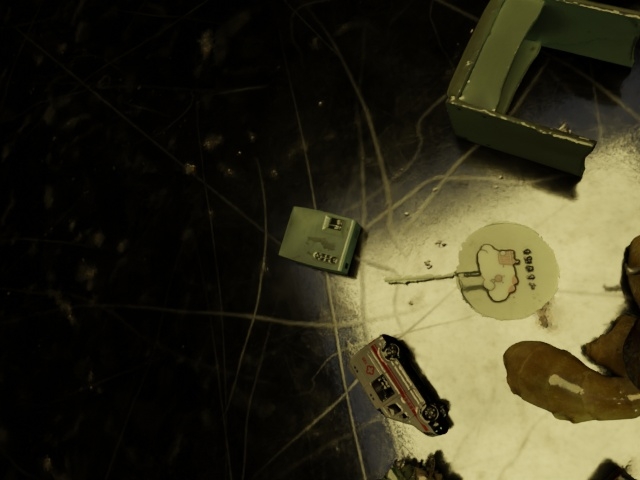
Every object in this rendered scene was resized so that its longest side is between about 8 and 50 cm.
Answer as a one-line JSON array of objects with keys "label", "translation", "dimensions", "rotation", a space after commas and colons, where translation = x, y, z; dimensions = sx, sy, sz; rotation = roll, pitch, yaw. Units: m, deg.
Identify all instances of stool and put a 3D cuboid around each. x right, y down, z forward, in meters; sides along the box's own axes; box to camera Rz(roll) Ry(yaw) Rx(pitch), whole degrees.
[{"label": "stool", "translation": [0.403, -0.291, 0.989], "dimensions": [0.269, 0.170, 0.244], "rotation": [25, 88, 23]}]

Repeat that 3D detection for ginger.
[{"label": "ginger", "translation": [0.524, 0.214, 0.856], "dimensions": [0.363, 0.122, 0.348], "rotation": [-38, 59, -2]}]

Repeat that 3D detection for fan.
[{"label": "fan", "translation": [0.283, 0.064, 1.037], "dimensions": [0.328, 0.009, 0.191], "rotation": [-8, 77, 16]}]

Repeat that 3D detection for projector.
[{"label": "projector", "translation": [0.000, 0.000, 1.131], "dimensions": [0.147, 0.061, 0.115], "rotation": [14, 84, 23]}]

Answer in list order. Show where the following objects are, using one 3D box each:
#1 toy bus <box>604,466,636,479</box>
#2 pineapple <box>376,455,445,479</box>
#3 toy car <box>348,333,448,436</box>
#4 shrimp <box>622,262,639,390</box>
[{"label": "toy bus", "translation": [0.593, 0.509, 0.776], "dimensions": [0.408, 0.092, 0.093], "rotation": [40, 96, 23]}, {"label": "pineapple", "translation": [0.202, 0.495, 0.886], "dimensions": [0.262, 0.262, 0.272], "rotation": [-48, 44, 4]}, {"label": "toy car", "translation": [0.145, 0.280, 0.998], "dimensions": [0.108, 0.089, 0.210], "rotation": [-38, 66, 9]}, {"label": "shrimp", "translation": [0.538, 0.075, 0.789], "dimensions": [0.116, 0.145, 0.343], "rotation": [35, 70, -12]}]
